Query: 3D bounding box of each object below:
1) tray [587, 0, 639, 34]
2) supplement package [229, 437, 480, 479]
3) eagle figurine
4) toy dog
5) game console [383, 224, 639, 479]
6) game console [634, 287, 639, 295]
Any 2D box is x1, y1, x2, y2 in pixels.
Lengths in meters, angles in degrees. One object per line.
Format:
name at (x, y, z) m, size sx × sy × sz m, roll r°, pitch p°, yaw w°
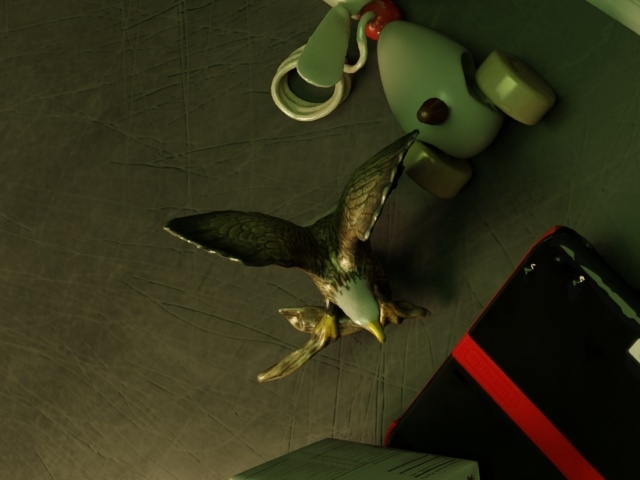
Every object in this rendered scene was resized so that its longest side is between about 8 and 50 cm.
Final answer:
tray at (0.341, -0.265, 1.642) m, size 0.270 × 0.030 × 0.145 m, roll 38°, pitch 105°, yaw 25°
supplement package at (0.041, 0.314, 1.654) m, size 0.203 × 0.149 × 0.194 m, roll 2°, pitch 104°, yaw 44°
eagle figurine at (0.007, 0.005, 1.648) m, size 0.225 × 0.298 × 0.226 m, roll 21°, pitch 66°, yaw 32°
toy dog at (0.069, -0.188, 1.710) m, size 0.334 × 0.161 × 0.220 m, roll 29°, pitch 100°, yaw 27°
game console at (0.260, 0.230, 1.613) m, size 0.386 × 0.060 × 0.342 m, roll 47°, pitch 117°, yaw 22°
game console at (0.355, 0.083, 1.588) m, size 0.122 × 0.107 × 0.071 m, roll 66°, pitch 159°, yaw 16°
